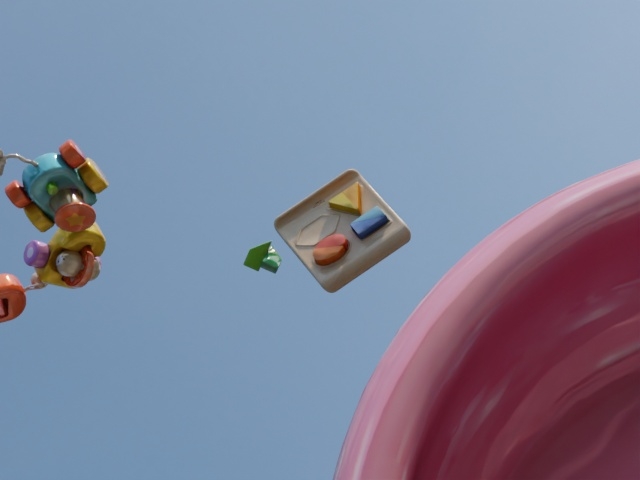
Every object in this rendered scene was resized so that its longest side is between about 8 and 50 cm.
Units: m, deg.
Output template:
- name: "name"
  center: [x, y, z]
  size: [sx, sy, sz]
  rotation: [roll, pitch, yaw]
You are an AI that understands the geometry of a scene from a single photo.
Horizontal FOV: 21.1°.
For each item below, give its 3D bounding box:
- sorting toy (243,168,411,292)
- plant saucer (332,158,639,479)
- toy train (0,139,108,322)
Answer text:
- name: "sorting toy"
  center: [0.000, 0.000, 0.935]
  size: [0.083, 0.062, 0.012]
  rotation: [-34, -38, -7]
- name: "plant saucer"
  center: [0.160, 0.125, 0.502]
  size: [0.332, 0.332, 0.084]
  rotation: [-36, -20, -25]
- name: "toy train"
  center: [-0.202, 0.007, 1.179]
  size: [0.125, 0.046, 0.166]
  rotation: [-10, -44, -26]
